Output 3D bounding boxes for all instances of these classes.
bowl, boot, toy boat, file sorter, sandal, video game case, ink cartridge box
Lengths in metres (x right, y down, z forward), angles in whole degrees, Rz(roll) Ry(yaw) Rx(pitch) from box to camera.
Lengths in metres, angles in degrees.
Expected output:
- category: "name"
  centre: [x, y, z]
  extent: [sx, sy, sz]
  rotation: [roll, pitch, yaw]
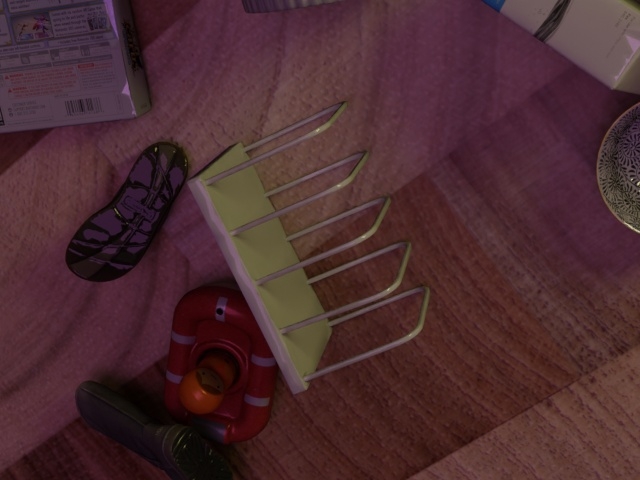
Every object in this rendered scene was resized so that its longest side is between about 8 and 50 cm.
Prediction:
- category: "bowl"
  centre: [0.397, -0.091, 1.172]
  extent: [0.170, 0.080, 0.170]
  rotation: [4, 109, 12]
- category: "boot"
  centre: [-0.230, 0.286, 1.428]
  extent: [0.208, 0.076, 0.190]
  rotation: [7, 132, 38]
- category: "toy boat"
  centre: [-0.138, 0.172, 1.356]
  extent: [0.151, 0.151, 0.231]
  rotation: [13, 111, 9]
- category: "file sorter"
  centre: [0.000, 0.000, 1.244]
  extent: [0.173, 0.193, 0.278]
  rotation: [-22, 102, 16]
- category: "sandal"
  centre: [-0.248, -0.037, 1.367]
  extent: [0.090, 0.060, 0.219]
  rotation: [33, 99, -5]
- category: "video game case"
  centre: [-0.366, -0.264, 1.312]
  extent: [0.269, 0.061, 0.244]
  rotation: [-4, 109, 15]
- category: "ink cartridge box"
  centre: [0.272, -0.236, 1.086]
  extent: [0.190, 0.139, 0.082]
  rotation: [43, 114, 23]

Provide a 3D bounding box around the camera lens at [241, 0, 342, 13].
- category: "camera lens"
  centre: [-0.009, -0.393, 1.093]
  extent: [0.219, 0.219, 0.274]
  rotation: [-6, 107, 16]
